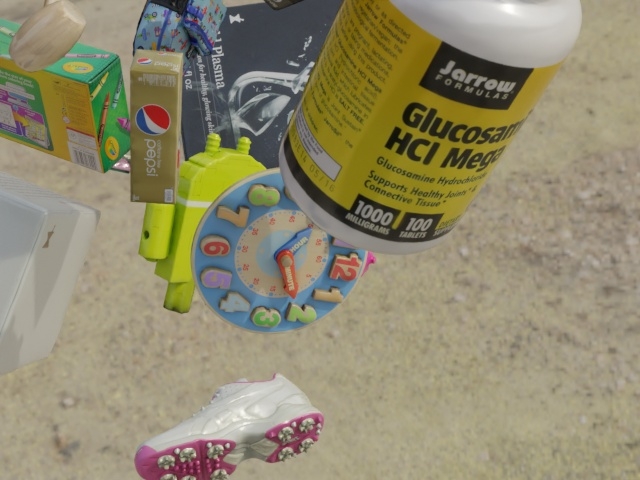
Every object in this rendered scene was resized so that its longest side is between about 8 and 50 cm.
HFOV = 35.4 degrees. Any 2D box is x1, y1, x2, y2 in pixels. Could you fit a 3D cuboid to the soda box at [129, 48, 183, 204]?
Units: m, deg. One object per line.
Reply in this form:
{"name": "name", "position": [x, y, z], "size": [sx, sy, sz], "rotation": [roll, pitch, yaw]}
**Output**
{"name": "soda box", "position": [-0.198, -0.136, 1.210], "size": [0.058, 0.181, 0.061], "rotation": [4, 34, -5]}

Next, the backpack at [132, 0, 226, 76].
{"name": "backpack", "position": [-0.246, -0.356, 1.712], "size": [0.117, 0.158, 0.173], "rotation": [17, 77, 9]}

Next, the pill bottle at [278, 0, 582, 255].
{"name": "pill bottle", "position": [0.100, -0.158, 0.854], "size": [0.188, 0.334, 0.188], "rotation": [14, 44, -14]}

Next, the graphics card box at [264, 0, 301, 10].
{"name": "graphics card box", "position": [0.008, -0.470, 1.405], "size": [0.371, 0.233, 0.094], "rotation": [-12, 57, 39]}

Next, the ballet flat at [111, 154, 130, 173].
{"name": "ballet flat", "position": [-0.355, -0.154, 1.926], "size": [0.221, 0.079, 0.077], "rotation": [18, 3, -31]}

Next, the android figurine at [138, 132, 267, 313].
{"name": "android figurine", "position": [-0.161, -0.026, 1.513], "size": [0.056, 0.273, 0.248], "rotation": [22, 16, 40]}

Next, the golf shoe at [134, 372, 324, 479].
{"name": "golf shoe", "position": [-0.152, 0.292, 1.563], "size": [0.306, 0.115, 0.140], "rotation": [-8, 44, -28]}

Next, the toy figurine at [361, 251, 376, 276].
{"name": "toy figurine", "position": [0.000, 0.000, 1.442], "size": [0.159, 0.130, 0.173], "rotation": [27, -2, -21]}

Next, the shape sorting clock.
{"name": "shape sorting clock", "position": [-0.043, 0.016, 1.129], "size": [0.206, 0.206, 0.040], "rotation": [-18, 30, -13]}

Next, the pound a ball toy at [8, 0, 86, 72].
{"name": "pound a ball toy", "position": [-0.361, -0.288, 0.997], "size": [0.136, 0.208, 0.319], "rotation": [-41, 35, 12]}

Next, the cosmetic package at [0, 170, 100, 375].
{"name": "cosmetic package", "position": [-0.682, 0.022, 1.864], "size": [0.393, 0.327, 0.329], "rotation": [22, 3, 4]}

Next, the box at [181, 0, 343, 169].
{"name": "box", "position": [-0.051, -0.222, 2.062], "size": [0.471, 0.297, 0.480], "rotation": [-9, 71, -8]}

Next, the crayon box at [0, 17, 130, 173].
{"name": "crayon box", "position": [-0.420, -0.221, 1.475], "size": [0.278, 0.165, 0.081], "rotation": [20, 48, 18]}
